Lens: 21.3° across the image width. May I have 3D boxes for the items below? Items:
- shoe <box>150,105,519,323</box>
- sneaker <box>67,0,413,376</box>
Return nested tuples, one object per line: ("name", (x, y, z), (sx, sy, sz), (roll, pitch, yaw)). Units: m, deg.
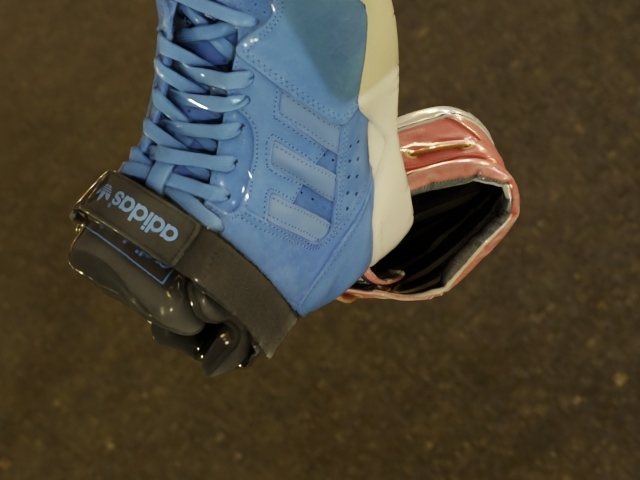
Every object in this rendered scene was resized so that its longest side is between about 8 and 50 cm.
("shoe", (0.000, 0.000, 0.744), (0.178, 0.063, 0.081), (-25, 22, 2))
("sneaker", (-0.026, -0.024, 0.413), (0.058, 0.152, 0.084), (34, 66, 29))
